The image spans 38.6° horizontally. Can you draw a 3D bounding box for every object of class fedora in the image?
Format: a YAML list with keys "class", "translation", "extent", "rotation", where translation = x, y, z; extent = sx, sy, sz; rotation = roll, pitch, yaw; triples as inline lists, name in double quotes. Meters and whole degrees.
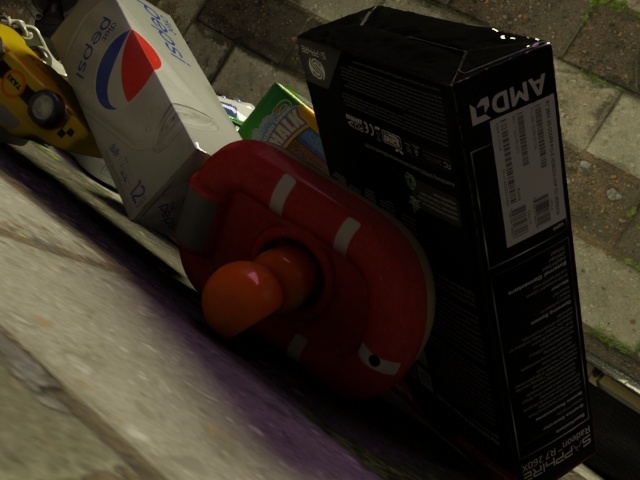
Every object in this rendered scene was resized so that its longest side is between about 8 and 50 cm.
- class: "fedora"
  translation: [0.496, 0.309, 1.447]
  extent: [0.334, 0.153, 0.334]
  rotation: [32, 2, -1]

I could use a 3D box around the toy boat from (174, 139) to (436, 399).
- class: "toy boat"
  translation: [-0.030, 0.032, 0.691]
  extent: [0.231, 0.151, 0.151]
  rotation: [32, 32, 18]

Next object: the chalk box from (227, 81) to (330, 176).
- class: "chalk box"
  translation: [-0.035, -0.093, 1.053]
  extent: [0.213, 0.132, 0.132]
  rotation: [40, 10, 1]

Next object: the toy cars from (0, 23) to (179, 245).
- class: "toy cars"
  translation: [-0.218, -0.081, 0.956]
  extent: [0.393, 0.087, 0.176]
  rotation: [36, 12, -29]

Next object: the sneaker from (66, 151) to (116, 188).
- class: "sneaker"
  translation: [-0.283, -0.140, 1.190]
  extent: [0.094, 0.091, 0.258]
  rotation: [31, 1, -39]

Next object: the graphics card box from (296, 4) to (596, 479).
- class: "graphics card box"
  translation: [0.105, 0.005, 0.762]
  extent: [0.233, 0.094, 0.371]
  rotation: [35, -34, 57]

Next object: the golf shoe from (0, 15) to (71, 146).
- class: "golf shoe"
  translation: [-0.394, -0.219, 1.052]
  extent: [0.272, 0.120, 0.105]
  rotation: [29, 5, -47]

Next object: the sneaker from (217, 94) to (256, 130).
- class: "sneaker"
  translation: [-0.199, -0.181, 1.297]
  extent: [0.182, 0.127, 0.316]
  rotation: [-21, 76, -53]

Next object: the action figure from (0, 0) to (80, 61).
- class: "action figure"
  translation: [-0.330, -0.286, 1.129]
  extent: [0.185, 0.285, 0.099]
  rotation: [-3, 38, -18]

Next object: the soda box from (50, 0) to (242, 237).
- class: "soda box"
  translation: [-0.159, -0.127, 0.863]
  extent: [0.098, 0.091, 0.286]
  rotation: [25, 26, -47]
